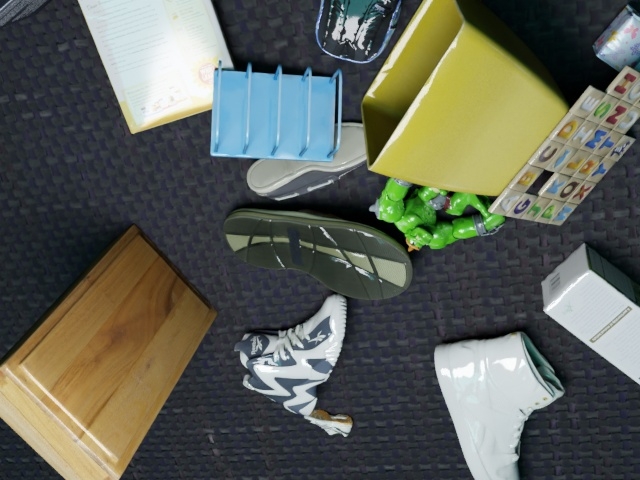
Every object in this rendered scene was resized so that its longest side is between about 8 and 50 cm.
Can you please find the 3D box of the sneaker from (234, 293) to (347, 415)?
[{"bbox_3d":[-0.054,0.166,1.396,0.153,0.094,0.235,17,128,-6],"label":"sneaker"}]

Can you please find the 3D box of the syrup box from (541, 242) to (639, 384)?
[{"bbox_3d":[0.439,0.120,1.267,0.237,0.093,0.096,37,117,-7],"label":"syrup box"}]

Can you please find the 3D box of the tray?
[{"bbox_3d":[-0.294,0.149,1.262,0.076,0.411,0.203,-35,104,24],"label":"tray"}]

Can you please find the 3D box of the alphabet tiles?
[{"bbox_3d":[0.340,-0.116,1.138,0.237,0.198,0.009,-53,55,24],"label":"alphabet tiles"}]

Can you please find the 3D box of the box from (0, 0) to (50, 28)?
[{"bbox_3d":[-0.432,-0.369,1.154,0.108,0.207,0.153,-31,107,22],"label":"box"}]

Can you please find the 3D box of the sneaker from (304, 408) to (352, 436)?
[{"bbox_3d":[0.011,0.311,1.489,0.083,0.032,0.037,12,117,7],"label":"sneaker"}]

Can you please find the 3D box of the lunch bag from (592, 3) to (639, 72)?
[{"bbox_3d":[0.402,-0.245,1.122,0.083,0.053,0.071,32,120,-14],"label":"lunch bag"}]

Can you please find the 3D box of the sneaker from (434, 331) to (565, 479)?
[{"bbox_3d":[0.302,0.277,1.367,0.169,0.108,0.293,-15,110,22],"label":"sneaker"}]

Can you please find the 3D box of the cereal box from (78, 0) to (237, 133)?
[{"bbox_3d":[-0.224,-0.287,1.222,0.173,0.047,0.240,-16,111,5],"label":"cereal box"}]

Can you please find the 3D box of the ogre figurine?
[{"bbox_3d":[0.160,-0.046,1.247,0.197,0.097,0.118,10,140,-44],"label":"ogre figurine"}]

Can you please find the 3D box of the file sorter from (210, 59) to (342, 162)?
[{"bbox_3d":[-0.059,-0.174,1.179,0.170,0.104,0.118,2,87,-7],"label":"file sorter"}]

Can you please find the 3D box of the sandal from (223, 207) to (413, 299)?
[{"bbox_3d":[-0.001,-0.002,1.316,0.302,0.086,0.120,16,125,21],"label":"sandal"}]

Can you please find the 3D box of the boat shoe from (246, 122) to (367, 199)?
[{"bbox_3d":[-0.003,-0.111,1.283,0.206,0.075,0.065,-19,153,14],"label":"boat shoe"}]

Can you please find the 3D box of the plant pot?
[{"bbox_3d":[0.188,-0.179,1.124,0.187,0.212,0.212,25,119,-15],"label":"plant pot"}]

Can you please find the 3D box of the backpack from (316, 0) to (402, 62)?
[{"bbox_3d":[0.051,-0.295,1.154,0.105,0.084,0.114,19,113,3],"label":"backpack"}]
